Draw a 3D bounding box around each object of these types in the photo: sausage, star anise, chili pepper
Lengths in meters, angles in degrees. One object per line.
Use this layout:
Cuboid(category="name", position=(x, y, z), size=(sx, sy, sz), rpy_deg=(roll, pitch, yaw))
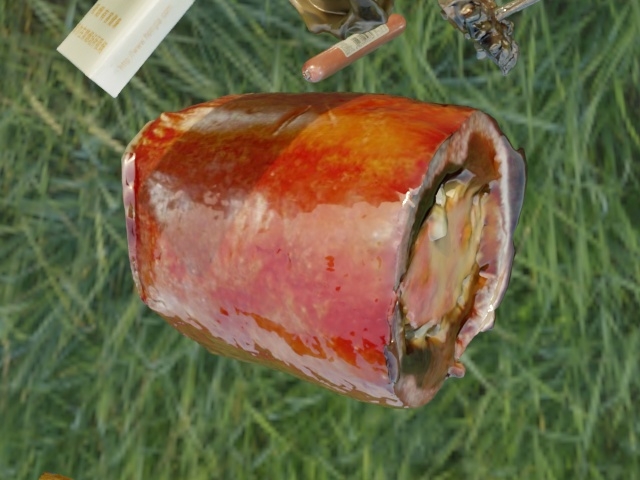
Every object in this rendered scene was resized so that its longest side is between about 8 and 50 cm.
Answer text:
Cuboid(category="sausage", position=(0.043, -0.229, 1.659), size=(0.029, 0.223, 0.029), rpy_deg=(17, 123, 29))
Cuboid(category="star anise", position=(0.223, -0.295, 1.503), size=(0.227, 0.148, 0.218), rpy_deg=(-36, 166, 14))
Cuboid(category="chili pepper", position=(0.000, 0.000, 1.213), size=(0.305, 0.229, 0.251), rpy_deg=(8, 109, 37))

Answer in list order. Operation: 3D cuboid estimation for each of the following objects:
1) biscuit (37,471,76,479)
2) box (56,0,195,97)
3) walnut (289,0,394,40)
Cuboid(category="biscuit", position=(-0.188, 0.239, 1.198), size=(0.130, 0.019, 0.119), rpy_deg=(45, 141, -18))
Cuboid(category="box", position=(-0.092, -0.199, 0.968), size=(0.032, 0.122, 0.220), rpy_deg=(41, 89, -25))
Cuboid(category="walnut", position=(0.020, -0.298, 1.146), size=(0.204, 0.141, 0.238), rpy_deg=(40, 152, -1))
